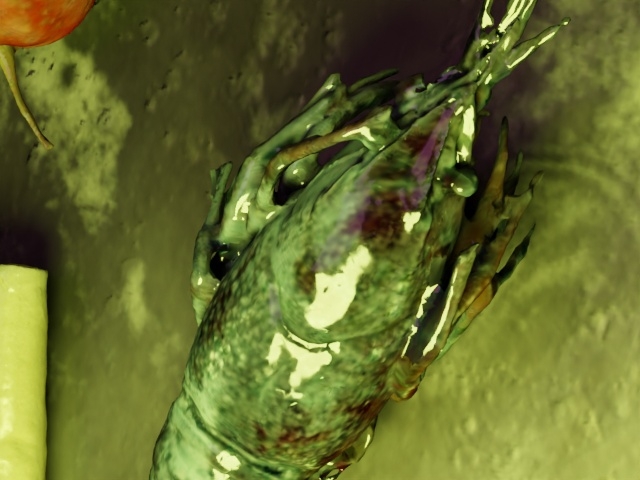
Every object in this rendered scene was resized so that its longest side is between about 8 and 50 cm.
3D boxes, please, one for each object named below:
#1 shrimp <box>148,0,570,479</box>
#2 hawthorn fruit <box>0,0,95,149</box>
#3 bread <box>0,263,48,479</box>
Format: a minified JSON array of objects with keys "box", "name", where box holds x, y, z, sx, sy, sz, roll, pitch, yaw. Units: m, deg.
[{"box":[-0.001,0.002,0.802,0.172,0.137,0.372,35,108,15],"name":"shrimp"},{"box":[-0.195,-0.167,0.969,0.163,0.163,0.203,21,116,35],"name":"hawthorn fruit"},{"box":[-0.220,0.103,1.003,0.139,0.060,0.178,0,87,36],"name":"bread"}]
